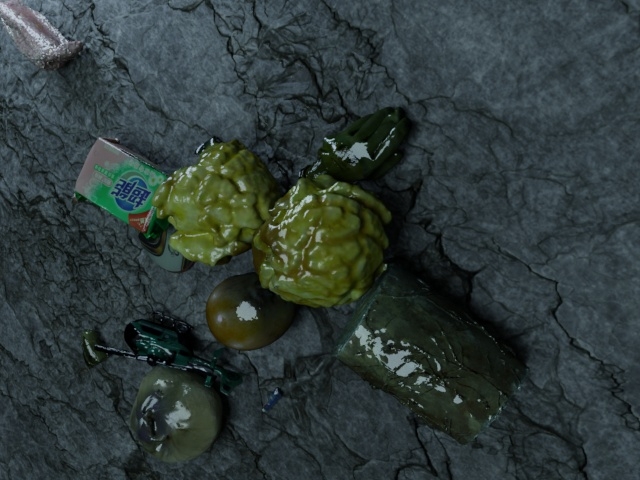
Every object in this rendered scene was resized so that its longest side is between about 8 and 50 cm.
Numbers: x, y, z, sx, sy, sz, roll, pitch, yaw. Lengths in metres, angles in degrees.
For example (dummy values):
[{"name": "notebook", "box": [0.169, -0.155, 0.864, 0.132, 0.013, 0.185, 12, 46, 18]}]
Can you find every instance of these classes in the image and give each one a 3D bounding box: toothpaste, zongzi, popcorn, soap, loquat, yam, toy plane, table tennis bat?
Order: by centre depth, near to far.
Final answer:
[{"name": "popcorn", "box": [0.009, 0.001, 1.125, 0.247, 0.282, 0.282, 27, 119, -16]}, {"name": "yam", "box": [0.201, 0.215, 1.130, 0.348, 0.241, 0.241, 35, 117, 14]}, {"name": "popcorn", "box": [-0.223, -0.076, 1.275, 0.293, 0.293, 0.237, -25, 110, 31]}, {"name": "loquat", "box": [-0.158, 0.161, 1.347, 0.227, 0.179, 0.179, -15, 95, 35]}, {"name": "soap", "box": [-0.478, -0.131, 1.472, 0.273, 0.098, 0.218, 30, 100, 21]}, {"name": "toothpaste", "box": [-0.124, 0.404, 1.478, 0.083, 0.019, 0.027, -54, 52, 27]}, {"name": "toy plane", "box": [-0.374, 0.293, 1.515, 0.381, 0.155, 0.106, 21, 112, 5]}, {"name": "table tennis bat", "box": [-0.430, -0.045, 1.530, 0.301, 0.022, 0.173, 44, 117, 11]}, {"name": "zongzi", "box": [-0.695, 0.325, 1.756, 0.119, 0.055, 0.109, -30, 85, 42]}]

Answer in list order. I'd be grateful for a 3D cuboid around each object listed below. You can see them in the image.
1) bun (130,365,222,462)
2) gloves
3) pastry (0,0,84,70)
[{"name": "bun", "box": [-0.390, 0.467, 1.556, 0.272, 0.168, 0.273, 5, 102, 25]}, {"name": "gloves", "box": [0.069, -0.170, 1.178, 0.268, 0.107, 0.135, -35, 116, 29]}, {"name": "pastry", "box": [-0.732, -0.523, 1.528, 0.265, 0.103, 0.112, 37, 125, 18]}]
